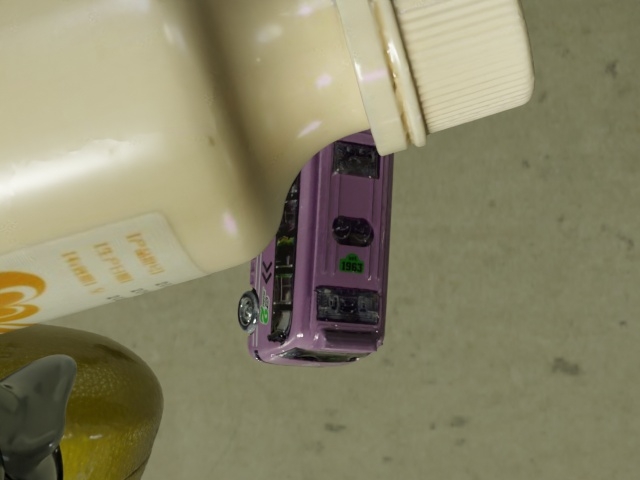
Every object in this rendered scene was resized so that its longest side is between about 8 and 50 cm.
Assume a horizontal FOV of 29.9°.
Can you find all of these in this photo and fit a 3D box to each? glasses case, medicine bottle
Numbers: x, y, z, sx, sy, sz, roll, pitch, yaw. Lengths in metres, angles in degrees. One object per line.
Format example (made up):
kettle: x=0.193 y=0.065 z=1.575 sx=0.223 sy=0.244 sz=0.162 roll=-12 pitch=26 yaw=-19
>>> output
glasses case: x=-0.282 y=0.131 z=0.835 sx=0.371 sy=0.173 sz=0.141 roll=4 pitch=120 yaw=-33
medicine bottle: x=-0.063 y=-0.040 z=0.369 sx=0.252 sy=0.114 sz=0.114 roll=-16 pitch=124 yaw=5

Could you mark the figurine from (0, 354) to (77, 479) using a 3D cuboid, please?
figurine: x=-0.151 y=0.109 z=0.472 sx=0.147 sy=0.192 sz=0.126 roll=-17 pitch=117 yaw=-12

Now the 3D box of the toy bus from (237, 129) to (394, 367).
toy bus: x=0.000 y=0.000 z=0.842 sx=0.086 sy=0.178 sz=0.098 roll=6 pitch=174 yaw=-31
